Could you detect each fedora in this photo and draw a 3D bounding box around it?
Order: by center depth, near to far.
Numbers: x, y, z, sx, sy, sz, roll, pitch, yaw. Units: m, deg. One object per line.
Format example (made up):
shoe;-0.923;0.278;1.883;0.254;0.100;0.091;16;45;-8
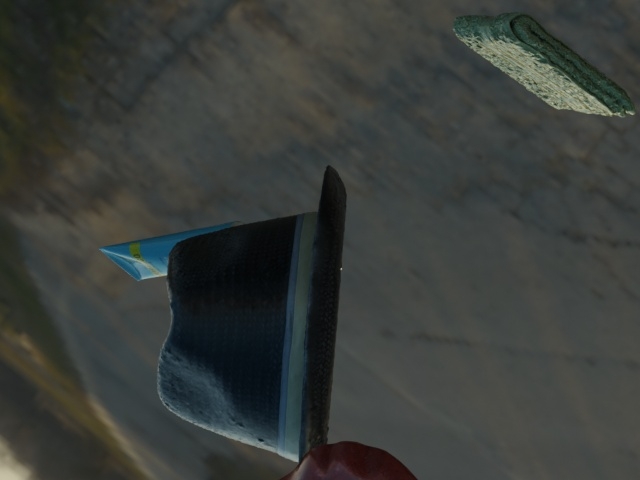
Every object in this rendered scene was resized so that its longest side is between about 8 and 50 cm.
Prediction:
fedora;-0.061;0.081;1.371;0.152;0.334;0.334;4;168;1

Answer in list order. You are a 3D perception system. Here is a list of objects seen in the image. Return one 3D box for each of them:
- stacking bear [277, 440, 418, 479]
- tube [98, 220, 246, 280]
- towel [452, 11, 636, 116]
stacking bear;-0.026;0.277;0.835;0.175;0.289;0.164;-21;121;32
tube;-0.178;0.015;1.972;0.207;0.052;0.080;-10;136;36
towel;0.188;-0.148;1.323;0.148;0.027;0.110;30;174;-25
